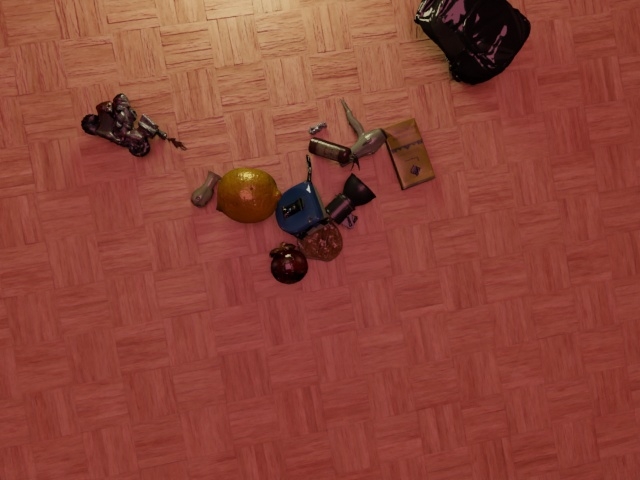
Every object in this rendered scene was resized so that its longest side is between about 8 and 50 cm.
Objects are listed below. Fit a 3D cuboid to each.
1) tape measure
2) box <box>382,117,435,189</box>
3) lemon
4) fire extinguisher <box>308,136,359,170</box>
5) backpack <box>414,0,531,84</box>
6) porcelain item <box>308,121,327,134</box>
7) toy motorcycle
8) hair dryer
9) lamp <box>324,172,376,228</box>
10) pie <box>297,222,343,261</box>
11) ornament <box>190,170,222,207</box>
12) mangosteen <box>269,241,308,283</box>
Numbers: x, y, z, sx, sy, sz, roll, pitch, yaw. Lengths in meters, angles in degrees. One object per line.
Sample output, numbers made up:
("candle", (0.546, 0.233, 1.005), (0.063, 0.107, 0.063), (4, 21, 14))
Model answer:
("tape measure", (-0.096, -0.181, 1.849), (0.215, 0.098, 0.352), (-29, 61, 23))
("box", (0.380, -0.374, 1.936), (0.153, 0.041, 0.279), (-20, 92, -5))
("lemon", (-0.281, -0.178, 1.787), (0.253, 0.228, 0.229), (4, 90, -5))
("fire extinguisher", (0.063, -0.354, 1.864), (0.231, 0.071, 0.099), (23, 125, 16))
("backpack", (0.613, -0.887, 1.854), (0.445, 0.255, 0.363), (37, 88, -18))
("porcelain item", (-0.013, -0.478, 1.909), (0.083, 0.028, 0.036), (-27, 79, -5))
("toy motorcycle", (-0.741, -0.449, 1.798), (0.400, 0.134, 0.207), (26, 94, -3))
("hair dryer", (0.121, -0.437, 1.911), (0.267, 0.092, 0.229), (39, 93, 10))
("lamp", (0.108, -0.147, 1.875), (0.172, 0.147, 0.227), (44, 94, -1))
("pie", (0.000, 0.000, 1.884), (0.195, 0.046, 0.195), (0, 107, 0))
("ornament", (-0.472, -0.206, 1.851), (0.074, 0.081, 0.156), (27, 84, 29))
("mangosteen", (-0.135, 0.090, 1.836), (0.166, 0.166, 0.180), (-20, 75, -4))
